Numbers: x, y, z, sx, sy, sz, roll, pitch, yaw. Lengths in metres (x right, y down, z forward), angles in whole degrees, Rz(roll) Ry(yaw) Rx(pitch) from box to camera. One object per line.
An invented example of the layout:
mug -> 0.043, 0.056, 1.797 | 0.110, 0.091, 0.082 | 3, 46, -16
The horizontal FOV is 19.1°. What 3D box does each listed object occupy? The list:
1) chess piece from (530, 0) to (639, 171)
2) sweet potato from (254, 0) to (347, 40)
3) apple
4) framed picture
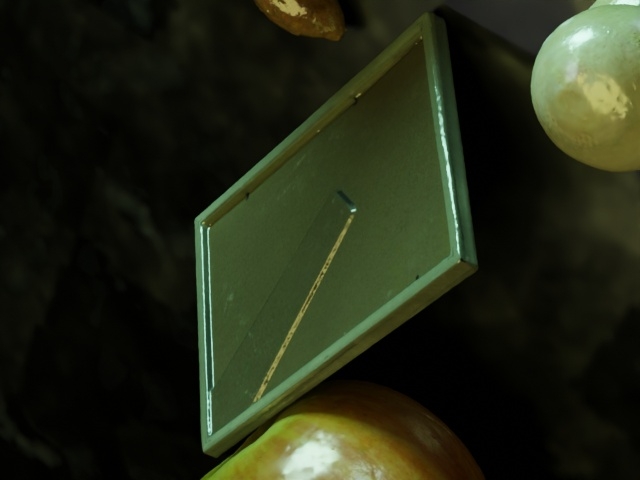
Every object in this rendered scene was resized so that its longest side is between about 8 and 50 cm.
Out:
chess piece -> 0.227, -0.118, 1.216 | 0.142, 0.261, 0.143 | 12, 113, 29
sweet potato -> -0.065, -0.227, 1.505 | 0.218, 0.051, 0.065 | 37, 128, 16
apple -> 0.012, 0.251, 1.509 | 0.233, 0.286, 0.286 | 49, 129, -1
framed picture -> 0.000, 0.000, 1.479 | 0.324, 0.020, 0.240 | -40, 42, 38
